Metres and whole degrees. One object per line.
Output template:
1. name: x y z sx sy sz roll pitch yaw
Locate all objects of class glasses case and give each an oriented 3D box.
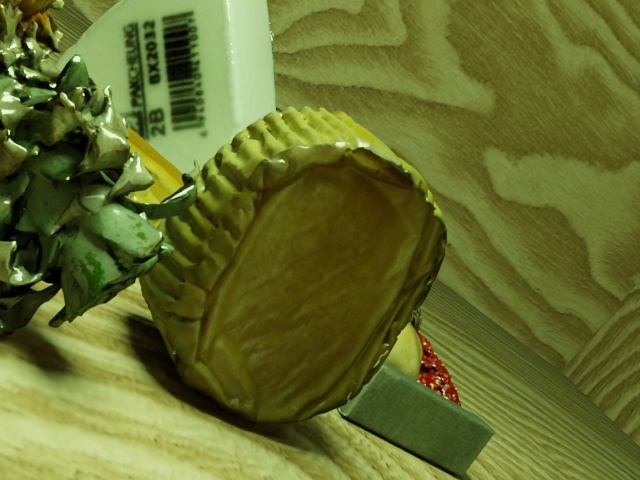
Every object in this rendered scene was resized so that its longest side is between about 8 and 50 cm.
1. glasses case: 0.107 0.198 0.939 0.205 0.071 0.047 33 5 -31

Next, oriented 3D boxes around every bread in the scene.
1. bread: -0.023 0.017 0.696 0.227 0.253 0.142 32 6 -28
2. bread: -0.195 -0.055 0.998 0.239 0.074 0.092 40 19 23

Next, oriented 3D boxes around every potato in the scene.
1. potato: 0.055 0.126 0.982 0.178 0.109 0.118 27 38 -42

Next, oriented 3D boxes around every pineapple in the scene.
1. pineapple: -0.213 -0.069 0.552 0.272 0.262 0.262 52 8 4

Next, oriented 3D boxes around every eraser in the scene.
1. eraser: -0.179 -0.192 1.147 0.331 0.331 0.150 40 15 10

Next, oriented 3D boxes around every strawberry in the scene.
1. strawberry: 0.146 0.188 1.161 0.121 0.082 0.188 37 4 -36

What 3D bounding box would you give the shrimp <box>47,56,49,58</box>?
1. shrimp: -0.526 -0.370 1.430 0.296 0.058 0.169 38 4 23

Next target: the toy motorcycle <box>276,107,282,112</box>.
1. toy motorcycle: -0.060 -0.108 1.502 0.401 0.207 0.134 38 28 -14

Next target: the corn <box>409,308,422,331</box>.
1. corn: 0.119 0.128 1.382 0.092 0.092 0.280 40 4 13

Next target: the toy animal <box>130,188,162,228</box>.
1. toy animal: -0.178 -0.016 0.891 0.159 0.070 0.083 41 7 -24
